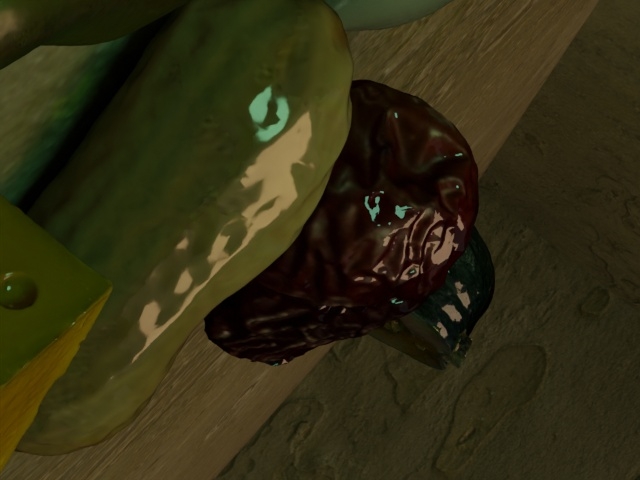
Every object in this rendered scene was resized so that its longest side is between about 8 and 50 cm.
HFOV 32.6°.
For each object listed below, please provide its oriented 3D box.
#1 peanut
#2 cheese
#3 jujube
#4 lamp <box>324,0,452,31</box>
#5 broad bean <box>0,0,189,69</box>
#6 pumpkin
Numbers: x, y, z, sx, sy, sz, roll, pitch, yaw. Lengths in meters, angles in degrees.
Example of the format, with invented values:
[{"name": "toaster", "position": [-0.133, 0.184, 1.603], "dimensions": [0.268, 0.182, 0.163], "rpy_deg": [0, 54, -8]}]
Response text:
[{"name": "peanut", "position": [-0.089, -0.007, 0.631], "dimensions": [0.319, 0.147, 0.147], "rpy_deg": [-55, 171, 10]}, {"name": "cheese", "position": [-0.197, 0.078, 0.566], "dimensions": [0.126, 0.093, 0.171], "rpy_deg": [-47, 171, -41]}, {"name": "jujube", "position": [0.000, 0.000, 0.983], "dimensions": [0.216, 0.216, 0.342], "rpy_deg": [-44, 175, -39]}, {"name": "lamp", "position": [0.025, -0.169, 0.705], "dimensions": [0.193, 0.106, 0.106], "rpy_deg": [-42, 172, 4]}, {"name": "broad bean", "position": [-0.117, -0.088, 0.416], "dimensions": [0.325, 0.067, 0.075], "rpy_deg": [-42, 138, -37]}, {"name": "pumpkin", "position": [0.121, 0.028, 1.476], "dimensions": [0.197, 0.263, 0.293], "rpy_deg": [-56, 173, -12]}]
